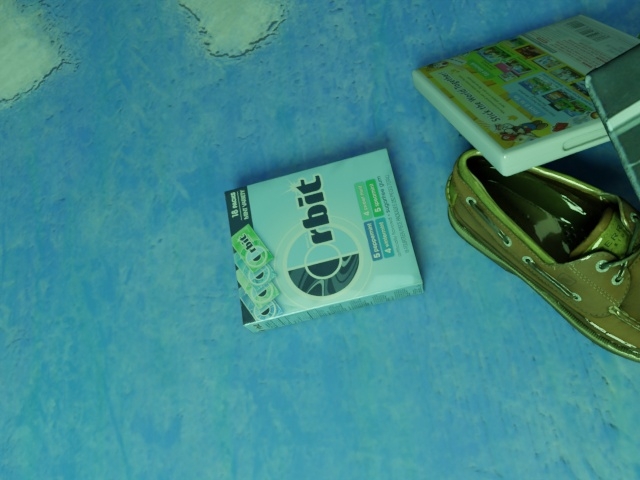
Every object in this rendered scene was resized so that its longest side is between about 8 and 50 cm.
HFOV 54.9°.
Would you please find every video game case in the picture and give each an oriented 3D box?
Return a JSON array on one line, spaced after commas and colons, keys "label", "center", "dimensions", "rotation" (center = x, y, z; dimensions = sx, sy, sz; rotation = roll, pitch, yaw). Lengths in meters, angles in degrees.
[{"label": "video game case", "center": [0.224, -0.154, 0.606], "dimensions": [0.206, 0.026, 0.227], "rotation": [-19, 36, -2]}]

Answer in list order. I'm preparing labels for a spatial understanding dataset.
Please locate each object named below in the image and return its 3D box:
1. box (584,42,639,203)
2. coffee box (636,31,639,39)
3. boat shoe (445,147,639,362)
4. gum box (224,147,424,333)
[{"label": "box", "center": [0.471, 0.023, 0.266], "dimensions": [0.471, 0.297, 0.480], "rotation": [-33, 61, 38]}, {"label": "coffee box", "center": [0.378, -0.128, 0.621], "dimensions": [0.184, 0.040, 0.113], "rotation": [33, 78, 21]}, {"label": "boat shoe", "center": [0.246, 0.017, 0.555], "dimensions": [0.307, 0.104, 0.111], "rotation": [29, 77, 21]}, {"label": "gum box", "center": [0.000, 0.000, 0.650], "dimensions": [0.184, 0.041, 0.157], "rotation": [-14, 66, 5]}]
